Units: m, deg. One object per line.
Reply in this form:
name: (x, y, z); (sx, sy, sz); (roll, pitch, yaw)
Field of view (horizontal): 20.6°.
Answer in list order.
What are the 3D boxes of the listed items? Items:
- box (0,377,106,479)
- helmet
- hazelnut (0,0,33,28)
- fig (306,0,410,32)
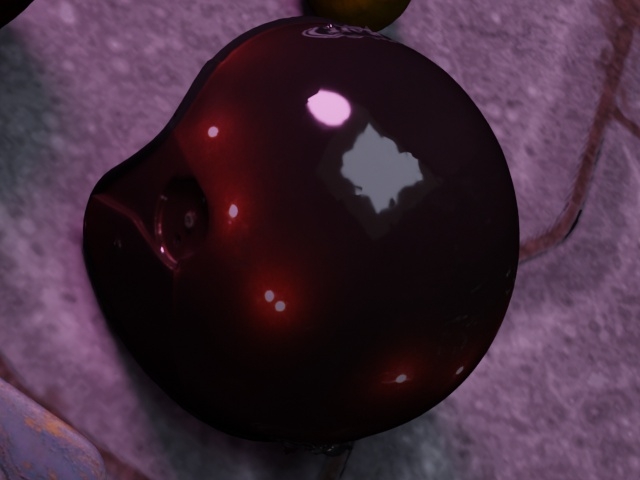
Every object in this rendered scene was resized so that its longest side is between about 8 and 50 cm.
box: (-0.225, 0.066, 0.729); (0.285, 0.044, 0.142); (37, 39, -13)
helmet: (0.000, 0.000, 0.871); (0.189, 0.193, 0.216); (-1, 103, -39)
hazelnut: (-0.202, -0.173, 0.816); (0.208, 0.208, 0.208); (22, 49, -27)
fig: (0.027, -0.165, 1.085); (0.074, 0.074, 0.088); (50, 26, 1)
